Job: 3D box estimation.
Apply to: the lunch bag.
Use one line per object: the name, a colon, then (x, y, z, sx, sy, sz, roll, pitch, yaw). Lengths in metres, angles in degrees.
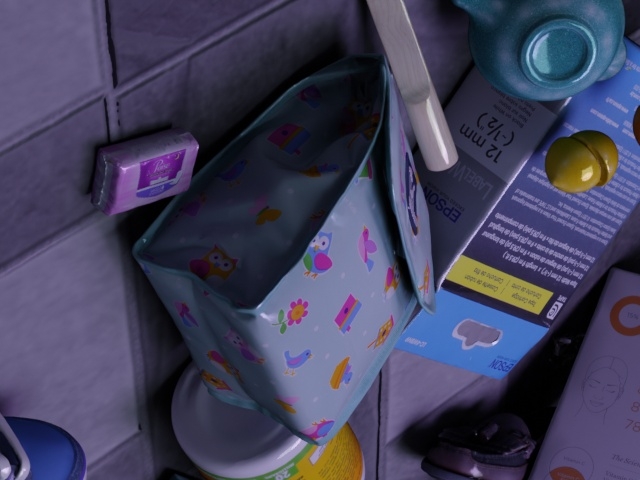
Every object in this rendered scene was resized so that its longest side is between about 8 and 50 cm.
lunch bag: (0.000, 0.000, 1.631, 0.262, 0.160, 0.223, -51, 147, -22)

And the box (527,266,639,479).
box: (0.376, 0.236, 2.193, 0.345, 0.215, 0.168, -65, 155, -20)

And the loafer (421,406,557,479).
loafer: (0.199, 0.225, 2.191, 0.302, 0.109, 0.095, 13, 94, -63)

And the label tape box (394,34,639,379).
label tape box: (0.191, -0.048, 1.868, 0.348, 0.115, 0.249, -54, 148, 10)

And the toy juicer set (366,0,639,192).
toy juicer set: (0.190, -0.143, 1.683, 0.329, 0.089, 0.209, -2, 121, -6)

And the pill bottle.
pill bottle: (-0.036, 0.195, 1.800, 0.136, 0.136, 0.246, -44, 148, -11)

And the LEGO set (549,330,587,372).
LEGO set: (0.275, 0.122, 2.244, 0.054, 0.023, 0.083, -31, 157, -26)

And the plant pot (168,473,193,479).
plant pot: (-0.133, 0.370, 1.845, 0.234, 0.165, 0.165, -46, 149, 6)

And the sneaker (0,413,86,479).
sneaker: (-0.287, 0.136, 1.420, 0.322, 0.130, 0.236, -14, 137, -38)

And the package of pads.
package of pads: (-0.136, -0.054, 1.514, 0.083, 0.032, 0.050, -20, 138, -41)
